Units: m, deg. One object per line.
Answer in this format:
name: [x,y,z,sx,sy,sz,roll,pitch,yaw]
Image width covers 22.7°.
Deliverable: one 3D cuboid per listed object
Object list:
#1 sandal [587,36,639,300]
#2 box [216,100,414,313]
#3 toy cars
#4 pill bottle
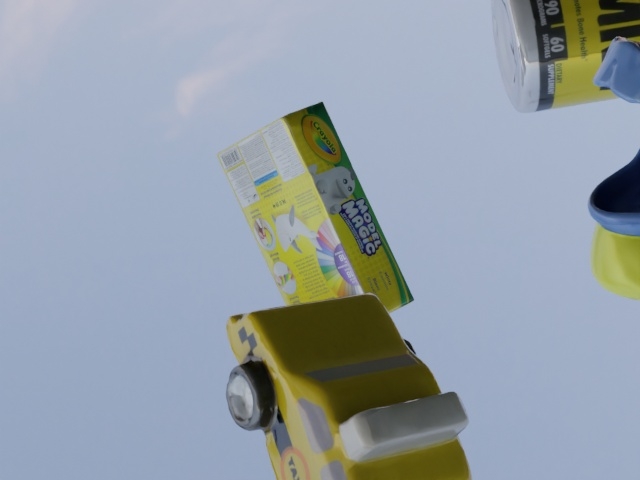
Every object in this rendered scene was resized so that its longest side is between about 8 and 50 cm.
sandal: [0.275,-0.094,0.878,0.317,0.138,0.126,-30,-157,-10]
box: [0.000,0.000,1.139,0.043,0.105,0.179,-23,-89,-33]
toy cars: [-0.004,0.179,0.721,0.176,0.087,0.394,29,-127,-10]
pill bottle: [0.246,-0.173,1.251,0.208,0.119,0.119,-10,-135,-1]
